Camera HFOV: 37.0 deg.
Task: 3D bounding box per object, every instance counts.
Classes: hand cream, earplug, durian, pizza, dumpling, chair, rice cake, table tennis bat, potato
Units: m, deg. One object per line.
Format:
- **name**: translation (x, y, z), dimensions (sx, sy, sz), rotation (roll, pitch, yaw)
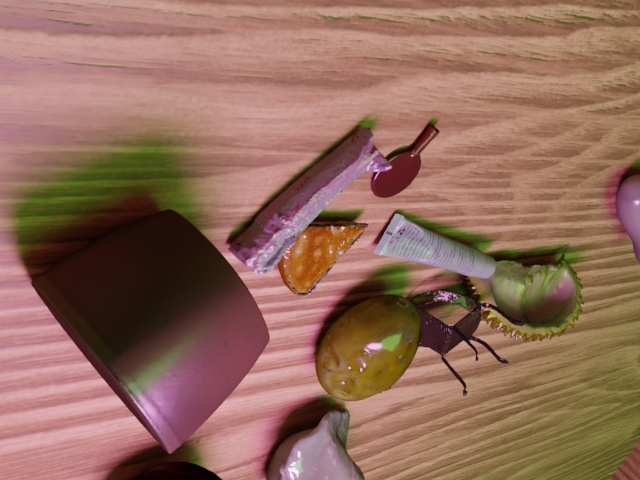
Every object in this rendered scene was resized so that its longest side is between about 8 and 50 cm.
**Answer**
- **hand cream**: translation (0.228, 0.023, 1.821), dimensions (0.331, 0.058, 0.085), rotation (15, 113, -47)
- **earplug**: translation (0.747, -0.056, 2.162), dimensions (0.172, 0.172, 0.301), rotation (-47, 139, 8)
- **durian**: translation (0.449, 0.120, 2.062), dimensions (0.356, 0.157, 0.169), rotation (-7, 116, -39)
- **pizza**: translation (0.000, 0.000, 1.604), dimensions (0.176, 0.036, 0.184), rotation (-36, 143, -12)
- **dumpling**: translation (-0.013, 0.495, 2.002), dimensions (0.212, 0.270, 0.320), rotation (2, 155, -18)
- **chair**: translation (0.269, 0.186, 1.934), dimensions (0.149, 0.213, 0.174), rotation (-34, 148, -37)
- **rice cake**: translation (-0.016, -0.059, 1.488), dimensions (0.290, 0.081, 0.051), rotation (-40, 158, -1)
- **table tennis bat**: translation (0.145, -0.131, 1.616), dimensions (0.098, 0.019, 0.154), rotation (17, 118, -50)
- **potato**: translation (0.088, 0.201, 1.813), dimensions (0.186, 0.148, 0.253), rotation (22, 121, -35)

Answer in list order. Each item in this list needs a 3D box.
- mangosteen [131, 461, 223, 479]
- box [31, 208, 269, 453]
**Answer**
- **mangosteen**: translation (-0.274, 0.551, 1.722), dimensions (0.293, 0.297, 0.297), rotation (-2, 130, -34)
- **box**: translation (-0.220, 0.115, 1.323), dimensions (0.216, 0.301, 0.301), rotation (-38, 146, -18)
